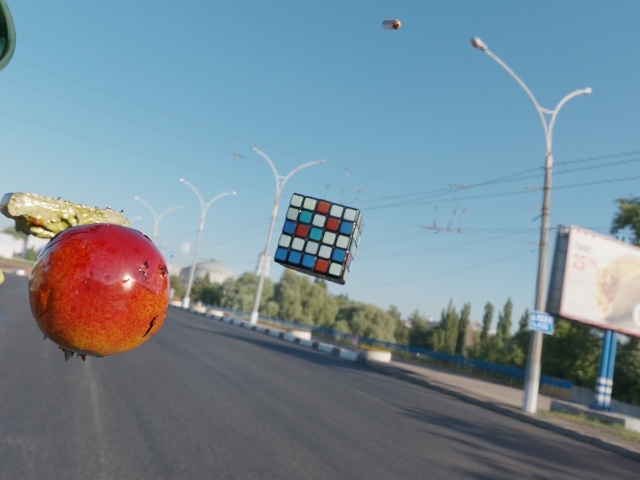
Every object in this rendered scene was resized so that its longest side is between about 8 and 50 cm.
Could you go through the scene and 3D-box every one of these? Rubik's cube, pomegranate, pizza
[{"bbox_3d":[0.000,0.000,1.428,0.184,0.182,0.187,17,-6,7],"label":"Rubik's cube"},{"bbox_3d":[-0.343,0.084,0.865,0.210,0.210,0.235,19,-55,-41],"label":"pomegranate"},{"bbox_3d":[-0.491,-0.030,1.081,0.222,0.090,0.323,11,-6,-15],"label":"pizza"}]

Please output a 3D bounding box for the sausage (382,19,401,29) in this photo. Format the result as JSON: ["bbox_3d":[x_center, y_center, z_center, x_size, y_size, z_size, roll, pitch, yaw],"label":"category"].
[{"bbox_3d":[0.220,-0.662,1.709,0.031,0.031,0.107,15,17,-21],"label":"sausage"}]

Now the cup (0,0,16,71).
[{"bbox_3d":[-0.575,-0.176,0.578,0.392,0.401,0.310,-32,-46,20],"label":"cup"}]

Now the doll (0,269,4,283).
[{"bbox_3d":[-0.553,0.100,0.749,0.290,0.086,0.117,-17,29,12],"label":"doll"}]
